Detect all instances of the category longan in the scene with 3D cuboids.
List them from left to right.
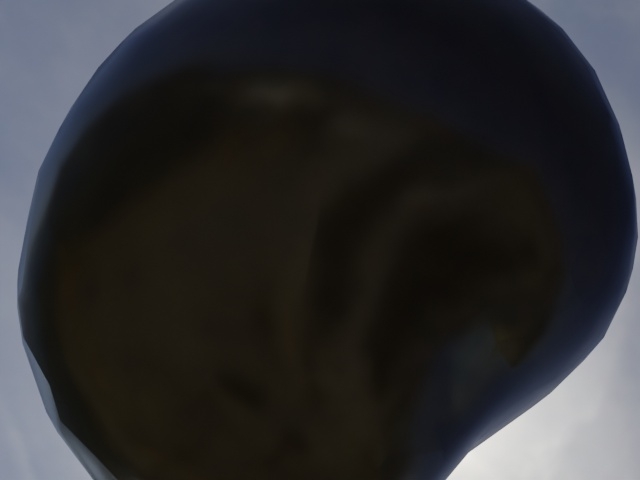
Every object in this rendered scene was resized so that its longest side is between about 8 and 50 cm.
[{"bbox_3d":[0.000,0.000,0.970,0.404,0.404,0.336,15,-36,38],"label":"longan"}]
